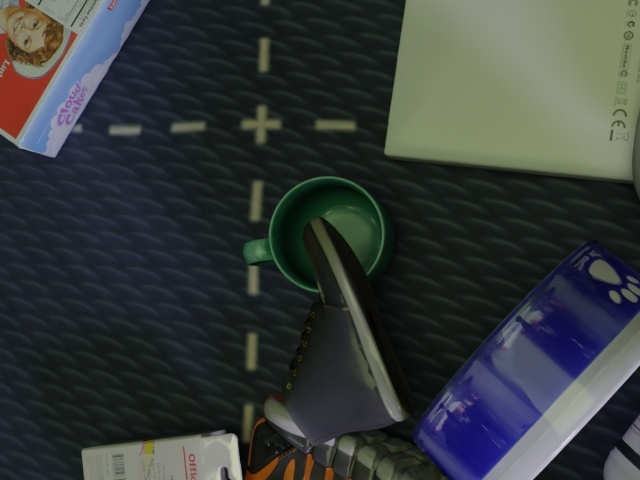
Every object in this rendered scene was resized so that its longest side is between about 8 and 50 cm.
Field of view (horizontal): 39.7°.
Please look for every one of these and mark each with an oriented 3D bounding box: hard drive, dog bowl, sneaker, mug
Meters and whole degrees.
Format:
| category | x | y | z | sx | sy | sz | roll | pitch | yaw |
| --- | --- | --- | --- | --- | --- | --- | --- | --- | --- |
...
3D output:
| category | x | y | z | sx | sy | sz | roll | pitch | yaw |
| --- | --- | --- | --- | --- | --- | --- | --- | --- | --- |
| hard drive | 0.261 | -0.187 | 0.969 | 0.353 | 0.047 | 0.232 | 8 | 87 | 16 |
| dog bowl | 0.212 | 0.129 | 0.838 | 0.104 | 0.265 | 0.265 | 43 | 97 | 17 |
| sneaker | 0.049 | 0.302 | 0.945 | 0.321 | 0.125 | 0.180 | 22 | 98 | 35 |
| mug | 0.007 | -0.007 | 0.999 | 0.158 | 0.097 | 0.129 | 22 | 91 | 18 |
| sneaker | -0.001 | 0.093 | 0.897 | 0.118 | 0.083 | 0.222 | -24 | 79 | 15 |

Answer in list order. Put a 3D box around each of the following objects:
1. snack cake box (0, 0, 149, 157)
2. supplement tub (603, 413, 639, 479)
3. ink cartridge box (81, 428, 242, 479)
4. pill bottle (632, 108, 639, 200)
| category | x | y | z | sx | sy | sz | roll | pitch | yaw |
| --- | --- | --- | --- | --- | --- | --- | --- | --- | --- |
| snack cake box | -0.348 | -0.259 | 1.132 | 0.152 | 0.089 | 0.264 | 34 | 95 | 15 |
| supplement tub | 0.389 | 0.205 | 0.817 | 0.191 | 0.191 | 0.272 | 37 | 95 | 16 |
| ink cartridge box | -0.167 | 0.281 | 1.014 | 0.198 | 0.067 | 0.115 | -10 | 82 | 19 |
| pill bottle | 0.489 | -0.088 | 0.786 | 0.363 | 0.210 | 0.210 | 12 | 88 | 3 |
